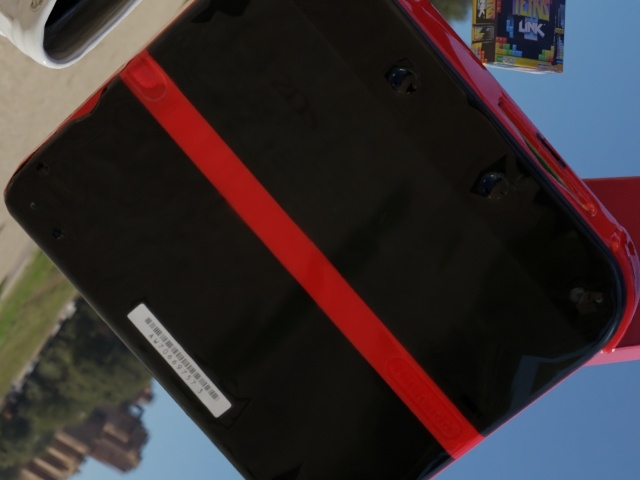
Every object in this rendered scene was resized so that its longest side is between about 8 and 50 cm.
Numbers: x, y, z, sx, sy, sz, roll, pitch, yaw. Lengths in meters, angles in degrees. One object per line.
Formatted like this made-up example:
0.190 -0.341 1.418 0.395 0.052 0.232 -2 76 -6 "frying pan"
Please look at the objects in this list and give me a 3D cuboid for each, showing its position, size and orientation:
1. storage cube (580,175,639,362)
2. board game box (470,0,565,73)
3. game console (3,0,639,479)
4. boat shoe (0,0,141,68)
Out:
0.318 0.040 1.323 0.215 0.193 0.184 -27 -111 60 "storage cube"
0.285 -0.314 1.721 0.048 0.170 0.141 6 -84 44 "board game box"
0.000 0.000 0.880 0.342 0.386 0.060 -40 -178 21 "game console"
-0.085 -0.208 0.683 0.267 0.088 0.096 -44 147 -3 "boat shoe"
